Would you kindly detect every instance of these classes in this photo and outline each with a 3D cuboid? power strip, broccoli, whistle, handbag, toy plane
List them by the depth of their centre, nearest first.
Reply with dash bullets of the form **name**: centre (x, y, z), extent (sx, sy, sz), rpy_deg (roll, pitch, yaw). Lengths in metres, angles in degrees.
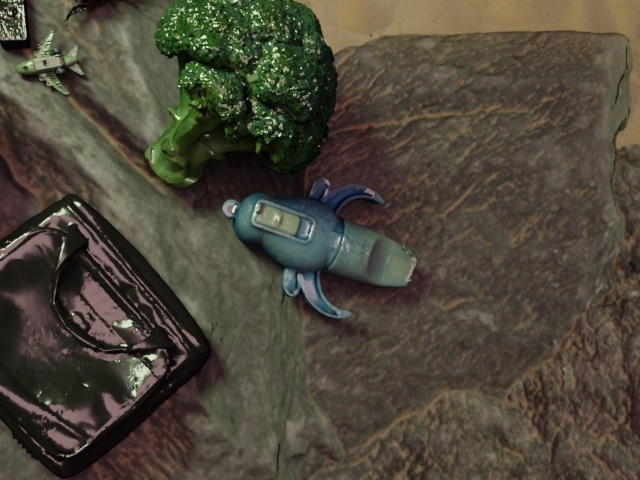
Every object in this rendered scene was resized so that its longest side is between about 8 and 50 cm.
- **handbag**: centre (-0.294, 0.107, 0.847), extent (0.244, 0.088, 0.275), rpy_deg (-40, 92, -20)
- **broccoli**: centre (-0.096, -0.170, 0.870), extent (0.270, 0.270, 0.270), rpy_deg (-42, 94, 20)
- **power strip**: centre (-0.390, -0.297, 0.906), extent (0.037, 0.029, 0.111), rpy_deg (-7, 84, -15)
- **toy plane**: centre (-0.341, -0.222, 0.906), extent (0.083, 0.033, 0.080), rpy_deg (-13, 100, -15)
- **whistle**: centre (0.000, 0.000, 0.936), extent (0.269, 0.093, 0.180), rpy_deg (21, 78, -16)

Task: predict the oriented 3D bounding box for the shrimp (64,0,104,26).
- **shrimp**: centre (-0.282, -0.358, 0.924), extent (0.073, 0.074, 0.190), rpy_deg (34, 85, -40)
